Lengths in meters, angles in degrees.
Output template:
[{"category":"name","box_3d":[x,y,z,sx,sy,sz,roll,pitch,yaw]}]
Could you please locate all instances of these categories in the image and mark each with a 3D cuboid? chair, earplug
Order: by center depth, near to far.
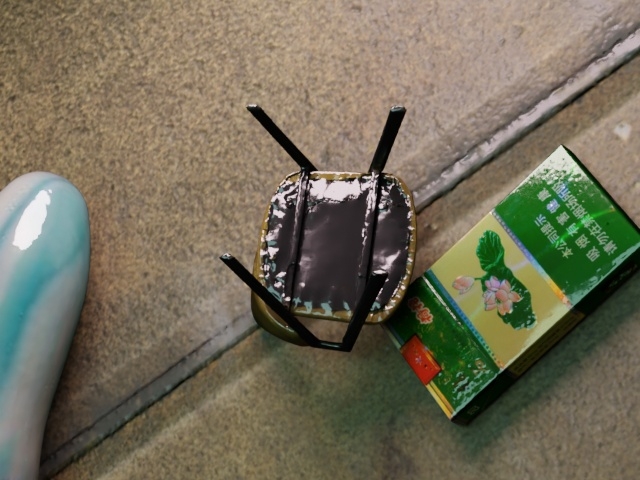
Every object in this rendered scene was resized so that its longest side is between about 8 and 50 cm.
[{"category":"chair","box_3d":[0.000,0.000,1.620,0.172,0.247,0.159,3,67,11]},{"category":"earplug","box_3d":[-0.320,0.081,1.793,0.185,0.185,0.324,10,75,32]}]

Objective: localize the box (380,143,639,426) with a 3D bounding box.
[{"category":"box","box_3d":[0.171,0.040,1.594,0.235,0.034,0.132,-43,58,12]}]
